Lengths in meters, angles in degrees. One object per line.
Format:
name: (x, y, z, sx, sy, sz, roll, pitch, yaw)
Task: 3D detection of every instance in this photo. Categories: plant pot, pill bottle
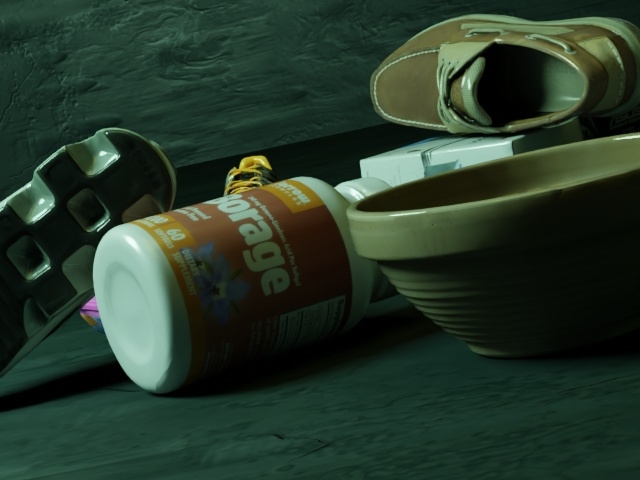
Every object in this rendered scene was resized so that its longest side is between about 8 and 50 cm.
plant pot: (0.141, 0.007, 1.055, 0.237, 0.110, 0.237, -12, 6, 1)
pill bottle: (-0.042, 0.023, 1.192, 0.216, 0.121, 0.121, -17, 9, -30)

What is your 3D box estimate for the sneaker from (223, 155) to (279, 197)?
sneaker: (-0.086, -0.050, 2.001, 0.084, 0.083, 0.215, -10, 9, 3)

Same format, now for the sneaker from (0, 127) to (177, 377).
sneaker: (-0.244, 0.036, 1.275, 0.330, 0.122, 0.146, -32, 2, 3)

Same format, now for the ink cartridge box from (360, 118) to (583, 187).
ink cartridge box: (0.160, -0.067, 1.718, 0.190, 0.082, 0.139, -8, 8, 39)

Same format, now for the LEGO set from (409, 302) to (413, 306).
LEGO set: (0.097, 0.034, 1.258, 0.083, 0.023, 0.054, -5, 10, 46)

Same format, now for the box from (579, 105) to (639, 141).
box: (0.307, -0.143, 1.884, 0.180, 0.078, 0.147, -20, 22, -17)

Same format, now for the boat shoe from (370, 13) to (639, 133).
boat shoe: (0.166, -0.162, 1.654, 0.324, 0.123, 0.116, -5, 12, 44)

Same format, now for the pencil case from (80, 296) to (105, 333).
pencil case: (-0.128, 0.036, 1.350, 0.104, 0.104, 0.236, -16, 7, -25)
